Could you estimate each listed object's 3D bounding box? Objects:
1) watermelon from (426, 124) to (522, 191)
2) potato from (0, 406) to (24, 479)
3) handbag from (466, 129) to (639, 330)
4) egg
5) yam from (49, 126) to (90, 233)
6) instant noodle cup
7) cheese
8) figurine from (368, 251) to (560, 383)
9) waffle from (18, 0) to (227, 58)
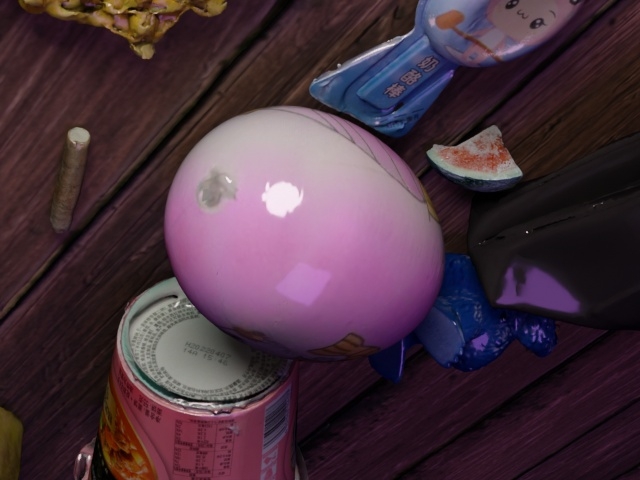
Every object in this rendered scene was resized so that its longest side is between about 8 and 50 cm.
[{"bbox_3d":[0.135,-0.075,0.966,0.085,0.085,0.061,20,92,-44],"label":"watermelon"},{"bbox_3d":[-0.456,0.309,1.026,0.330,0.280,0.213,-18,150,3],"label":"potato"},{"bbox_3d":[0.345,-0.017,1.015,0.342,0.152,0.288,9,150,-38],"label":"handbag"},{"bbox_3d":[0.000,0.000,0.867,0.271,0.196,0.196,12,137,-45],"label":"egg"},{"bbox_3d":[-0.196,-0.044,0.860,0.021,0.021,0.116,-2,143,-24],"label":"yam"},{"bbox_3d":[-0.114,0.169,1.062,0.243,0.244,0.255,-7,138,-17],"label":"instant noodle cup"},{"bbox_3d":[0.112,-0.161,0.808,0.244,0.052,0.135,-37,143,27],"label":"cheese"},{"bbox_3d":[0.163,0.068,1.131,0.164,0.121,0.262,-7,180,31],"label":"figurine"},{"bbox_3d":[-0.100,-0.214,0.626,0.245,0.052,0.254,-34,143,26],"label":"waffle"}]
